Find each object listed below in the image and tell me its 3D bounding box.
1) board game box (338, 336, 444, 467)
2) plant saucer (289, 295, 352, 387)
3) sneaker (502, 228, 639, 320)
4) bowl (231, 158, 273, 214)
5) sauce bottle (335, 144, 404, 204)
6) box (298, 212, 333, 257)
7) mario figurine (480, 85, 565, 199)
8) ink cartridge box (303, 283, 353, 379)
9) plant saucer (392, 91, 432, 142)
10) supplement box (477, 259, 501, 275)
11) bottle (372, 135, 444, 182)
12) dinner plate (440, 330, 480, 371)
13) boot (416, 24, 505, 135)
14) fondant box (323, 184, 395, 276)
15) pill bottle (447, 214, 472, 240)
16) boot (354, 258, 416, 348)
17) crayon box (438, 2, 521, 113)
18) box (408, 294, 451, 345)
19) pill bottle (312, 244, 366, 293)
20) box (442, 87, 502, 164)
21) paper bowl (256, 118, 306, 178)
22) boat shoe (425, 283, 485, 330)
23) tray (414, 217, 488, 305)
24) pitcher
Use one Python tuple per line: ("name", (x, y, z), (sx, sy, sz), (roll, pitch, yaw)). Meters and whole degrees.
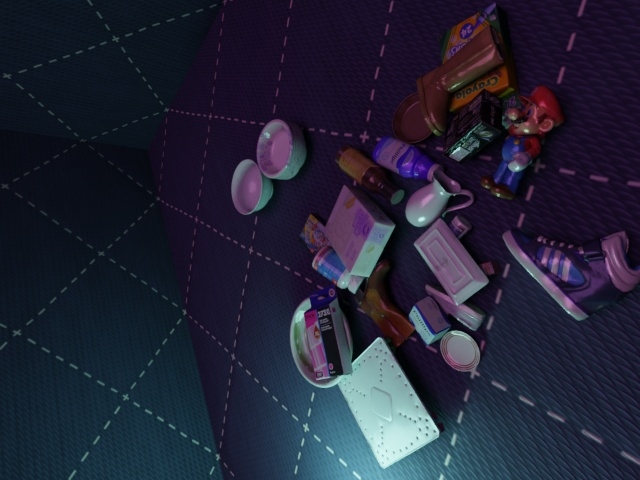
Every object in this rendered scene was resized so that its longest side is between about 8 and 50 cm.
("board game box", (0.254, 0.633, 1.595), (0.390, 0.050, 0.390), (59, 136, 29))
("plant saucer", (0.019, 0.448, 1.833), (0.400, 0.100, 0.400), (-5, 83, 47))
("sneaker", (0.694, 0.030, 1.112), (0.236, 0.130, 0.323), (-47, 53, 25))
("bowl", (-0.350, -0.286, 2.204), (0.298, 0.134, 0.298), (2, 92, 47))
("sauce bottle", (0.198, -0.263, 1.638), (0.344, 0.111, 0.111), (47, 122, 34))
("box", (0.000, 0.000, 1.897), (0.233, 0.044, 0.159), (46, 122, 36))
("mario figurine", (0.567, -0.297, 1.200), (0.198, 0.170, 0.320), (40, 120, 41))
("ink cartridge box", (0.022, 0.387, 1.720), (0.176, 0.069, 0.371), (-28, 65, 43))
("plant saucer", (0.359, -0.447, 1.495), (0.199, 0.036, 0.198), (-12, 72, 39))
("supplement box", (0.531, 0.095, 1.322), (0.083, 0.055, 0.043), (-25, 74, 45))
("bottle", (0.323, -0.294, 1.507), (0.283, 0.092, 0.118), (38, 98, 40))
("dinner plate", (0.481, 0.378, 1.400), (0.141, 0.017, 0.141), (6, 99, 44))
("boot", (0.439, -0.491, 1.270), (0.269, 0.089, 0.236), (-24, 73, 43))
("fondant box", (0.143, -0.047, 1.636), (0.238, 0.096, 0.330), (-66, 30, 23))
("pill bottle", (0.453, -0.023, 1.395), (0.120, 0.067, 0.067), (-54, 54, 32))
("boot", (0.268, 0.244, 1.577), (0.280, 0.096, 0.264), (51, 124, 33))
("crayon box", (0.510, -0.554, 1.318), (0.203, 0.083, 0.323), (-13, 81, 47))
("box", (0.380, 0.282, 1.429), (0.126, 0.072, 0.137), (59, 164, 28))
("pill bottle", (0.084, 0.127, 1.729), (0.221, 0.124, 0.124), (35, 116, 23))
("box", (0.477, -0.354, 1.282), (0.180, 0.077, 0.147), (-45, 25, 56))
("paper bowl", (-0.178, -0.443, 2.008), (0.284, 0.148, 0.284), (0, 90, 47))
("boat shoe", (0.447, 0.228, 1.395), (0.227, 0.079, 0.081), (33, 109, 38))
("tray", (0.421, 0.069, 1.356), (0.145, 0.030, 0.270), (-51, 54, 35))
("pitcher", (0.407, -0.127, 1.411), (0.207, 0.178, 0.125), (-57, 8, 48))
